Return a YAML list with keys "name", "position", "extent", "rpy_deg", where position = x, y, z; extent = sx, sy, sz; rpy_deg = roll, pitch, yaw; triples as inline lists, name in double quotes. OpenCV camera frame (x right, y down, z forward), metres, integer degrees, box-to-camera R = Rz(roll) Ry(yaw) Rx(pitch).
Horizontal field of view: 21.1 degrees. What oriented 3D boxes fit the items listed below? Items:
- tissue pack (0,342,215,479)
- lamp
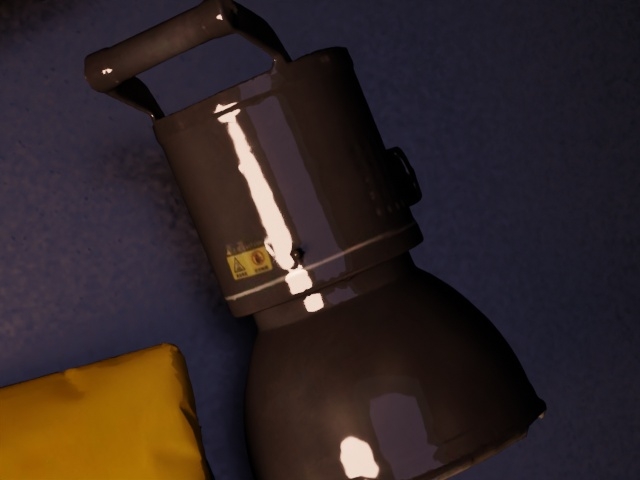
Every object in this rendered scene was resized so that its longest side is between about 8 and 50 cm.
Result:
- name: "tissue pack"
  position: [-0.163, 0.174, 0.755]
  extent: [0.271, 0.134, 0.192]
  rpy_deg: [-15, 61, -8]
- name: "lamp"
  position: [0.000, 0.000, 0.807]
  extent: [0.147, 0.172, 0.227]
  rpy_deg: [-21, 91, 27]
